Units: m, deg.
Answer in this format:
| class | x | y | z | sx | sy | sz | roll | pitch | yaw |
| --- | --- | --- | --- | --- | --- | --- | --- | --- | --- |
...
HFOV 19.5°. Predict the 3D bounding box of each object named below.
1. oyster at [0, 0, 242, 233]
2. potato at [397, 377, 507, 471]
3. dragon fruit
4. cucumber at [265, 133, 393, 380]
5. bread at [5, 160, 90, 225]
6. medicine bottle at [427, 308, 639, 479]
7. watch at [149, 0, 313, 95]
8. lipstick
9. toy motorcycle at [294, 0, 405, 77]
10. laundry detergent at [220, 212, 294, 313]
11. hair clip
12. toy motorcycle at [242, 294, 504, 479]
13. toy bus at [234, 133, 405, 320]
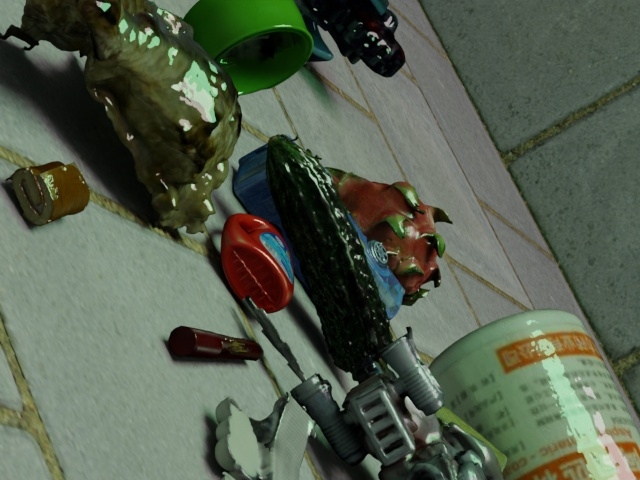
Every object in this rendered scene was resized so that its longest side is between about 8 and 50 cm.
| class | x | y | z | sx | sy | sz | roll | pitch | yaw |
| --- | --- | --- | --- | --- | --- | --- | --- | --- | --- |
| oyster | -0.164 | -0.146 | 1.617 | 0.197 | 0.133 | 0.337 | 59 | 7 | 34 |
| potato | 0.118 | 0.219 | 1.952 | 0.149 | 0.081 | 0.120 | 42 | 5 | 8 |
| dragon fruit | 0.054 | -0.022 | 2.146 | 0.236 | 0.135 | 0.137 | 47 | 10 | 37 |
| cucumber | 0.009 | 0.015 | 1.886 | 0.077 | 0.077 | 0.265 | -89 | 161 | -65 |
| bread | -0.206 | -0.038 | 1.431 | 0.047 | 0.036 | 0.083 | 62 | 16 | -1 |
| medicine bottle | 0.269 | 0.279 | 2.067 | 0.211 | 0.211 | 0.371 | 36 | 27 | -58 |
| watch | -0.091 | -0.205 | 1.952 | 0.165 | 0.152 | 0.131 | 36 | 30 | -62 |
| lipstick | -0.087 | 0.090 | 1.602 | 0.027 | 0.027 | 0.176 | 62 | 13 | 13 |
| toy motorcycle | -0.039 | -0.370 | 2.515 | 0.416 | 0.172 | 0.232 | 32 | 22 | -44 |
| laundry detergent | -0.061 | 0.012 | 1.821 | 0.097 | 0.049 | 0.165 | 56 | 10 | -13 |
| hair clip | -0.036 | 0.206 | 1.493 | 0.140 | 0.054 | 0.220 | 57 | 16 | -29 |
| toy motorcycle | 0.078 | 0.195 | 1.749 | 0.401 | 0.134 | 0.207 | 59 | 7 | -5 |
| toy bus | -0.003 | 0.002 | 1.999 | 0.236 | 0.079 | 0.094 | 53 | 31 | -21 |
